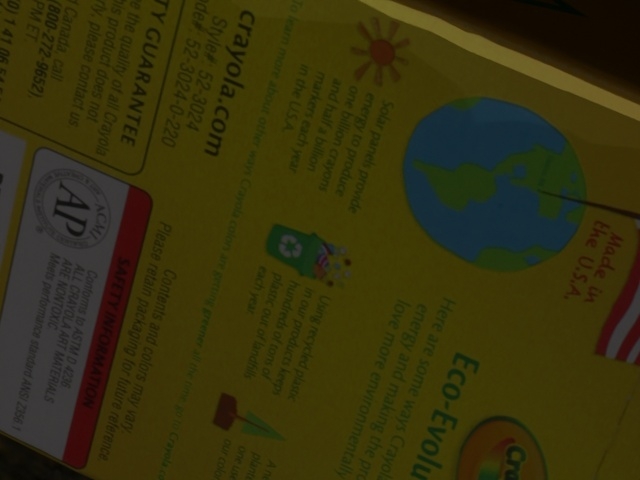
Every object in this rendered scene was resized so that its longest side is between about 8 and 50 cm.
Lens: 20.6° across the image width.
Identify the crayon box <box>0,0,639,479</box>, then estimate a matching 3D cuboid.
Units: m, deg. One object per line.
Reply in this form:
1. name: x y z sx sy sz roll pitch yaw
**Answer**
1. crayon box: 0.000 0.000 0.541 0.318 0.081 0.202 25 121 12
